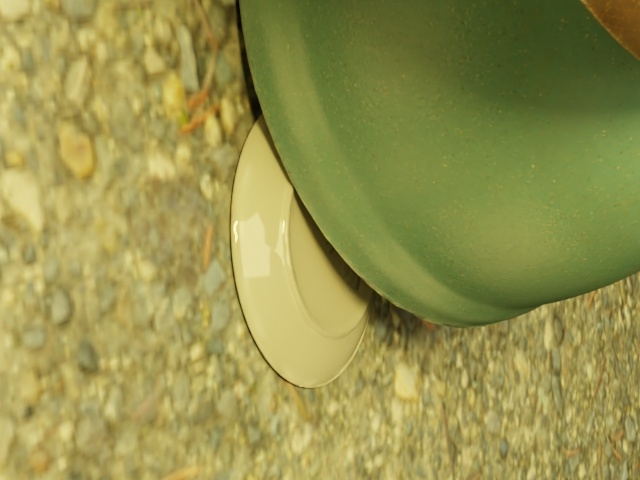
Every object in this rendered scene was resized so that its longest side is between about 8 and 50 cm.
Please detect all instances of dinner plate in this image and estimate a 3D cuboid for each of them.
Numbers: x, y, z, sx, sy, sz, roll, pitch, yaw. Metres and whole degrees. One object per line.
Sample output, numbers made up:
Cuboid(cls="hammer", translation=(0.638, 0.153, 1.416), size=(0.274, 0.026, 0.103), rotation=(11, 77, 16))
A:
Cuboid(cls="dinner plate", translation=(0.000, 0.000, 0.702), size=(0.141, 0.017, 0.141), rotation=(7, 83, -62))

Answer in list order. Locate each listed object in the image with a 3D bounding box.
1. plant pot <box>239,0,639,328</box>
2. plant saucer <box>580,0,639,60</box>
Cuboid(cls="plant pot", translation=(0.132, -0.116, 0.702), size=(0.293, 0.196, 0.293), rotation=(16, 68, -46))
Cuboid(cls="plant saucer", translation=(0.138, -0.212, 0.536), size=(0.310, 0.050, 0.310), rotation=(12, 75, -50))
